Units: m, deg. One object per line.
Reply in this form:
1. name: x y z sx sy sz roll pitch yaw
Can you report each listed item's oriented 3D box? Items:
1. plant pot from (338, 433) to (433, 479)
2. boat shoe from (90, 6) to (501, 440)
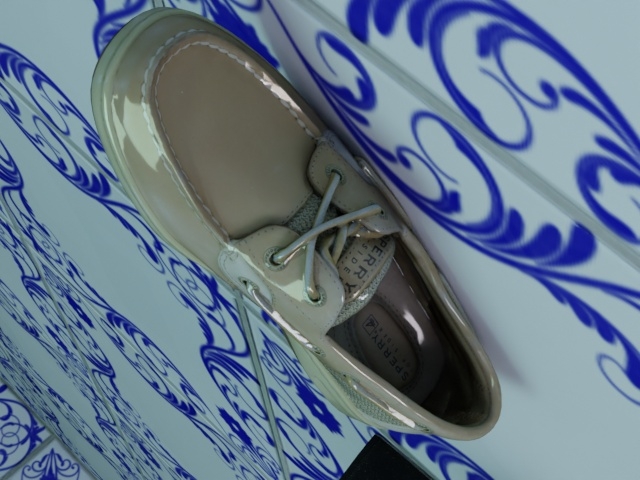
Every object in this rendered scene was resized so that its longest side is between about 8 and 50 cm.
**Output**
1. plant pot: 0.061 0.301 1.150 0.187 0.167 0.188 39 161 32
2. boat shoe: 0.000 0.000 0.771 0.098 0.109 0.302 16 150 51
